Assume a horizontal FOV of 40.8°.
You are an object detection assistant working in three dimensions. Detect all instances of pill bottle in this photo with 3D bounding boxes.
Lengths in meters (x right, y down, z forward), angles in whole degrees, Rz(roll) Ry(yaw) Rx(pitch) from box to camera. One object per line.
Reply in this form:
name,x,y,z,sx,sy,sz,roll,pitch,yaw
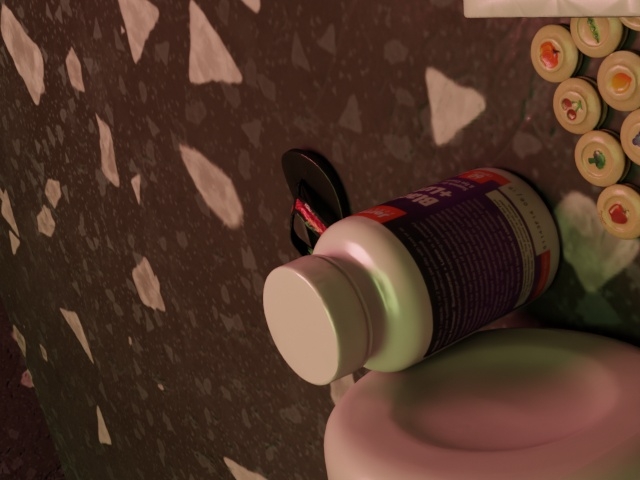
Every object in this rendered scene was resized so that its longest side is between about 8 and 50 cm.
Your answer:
pill bottle,0.062,0.025,0.587,0.108,0.194,0.108,31,132,43
pill bottle,0.147,0.284,0.580,0.229,0.229,0.407,11,117,53

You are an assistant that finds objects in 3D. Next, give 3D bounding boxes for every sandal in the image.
sandal,0.000,0.000,0.804,0.067,0.040,0.179,-12,98,57

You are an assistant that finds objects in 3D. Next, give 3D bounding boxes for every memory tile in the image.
memory tile,0.188,-0.078,0.514,0.113,0.012,0.148,-26,85,57

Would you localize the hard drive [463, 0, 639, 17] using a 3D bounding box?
hard drive,0.155,-0.286,0.400,0.233,0.047,0.353,18,120,50
